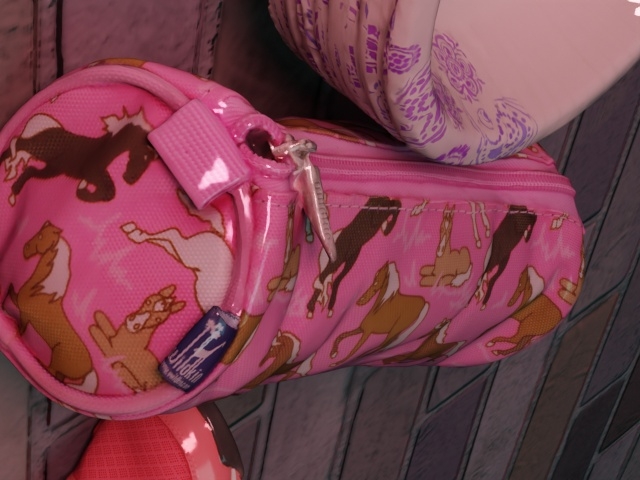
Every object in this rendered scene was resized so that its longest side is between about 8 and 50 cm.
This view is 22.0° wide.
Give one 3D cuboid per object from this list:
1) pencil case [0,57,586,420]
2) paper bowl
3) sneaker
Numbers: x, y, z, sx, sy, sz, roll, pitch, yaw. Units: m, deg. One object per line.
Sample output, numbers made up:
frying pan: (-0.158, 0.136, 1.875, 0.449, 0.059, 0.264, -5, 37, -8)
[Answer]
pencil case: (0.000, 0.000, 0.853, 0.386, 0.167, 0.160, 1, 105, -60)
paper bowl: (0.086, -0.186, 0.756, 0.284, 0.148, 0.284, -39, 152, -25)
sneaker: (-0.147, 0.217, 0.954, 0.136, 0.116, 0.314, -6, 131, -54)
